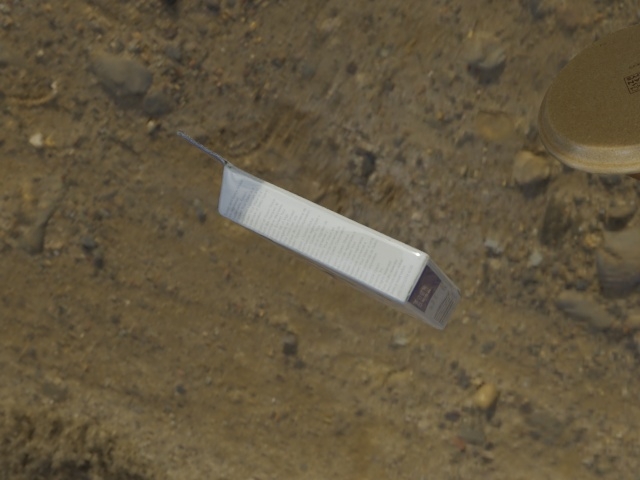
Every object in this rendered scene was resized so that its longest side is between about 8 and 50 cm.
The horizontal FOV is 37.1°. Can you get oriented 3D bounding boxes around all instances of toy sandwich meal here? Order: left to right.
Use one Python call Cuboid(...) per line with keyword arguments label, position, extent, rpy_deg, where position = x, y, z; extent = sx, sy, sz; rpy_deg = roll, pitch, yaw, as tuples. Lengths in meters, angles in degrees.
Cuboid(label="toy sandwich meal", position=(0.121, -0.046, 0.344), extent=(0.085, 0.085, 0.029), rpy_deg=(-13, 134, 27))

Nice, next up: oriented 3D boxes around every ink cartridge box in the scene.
Cuboid(label="ink cartridge box", position=(0.000, 0.000, 0.800), extent=(0.224, 0.045, 0.223), rpy_deg=(27, 178, 18))
